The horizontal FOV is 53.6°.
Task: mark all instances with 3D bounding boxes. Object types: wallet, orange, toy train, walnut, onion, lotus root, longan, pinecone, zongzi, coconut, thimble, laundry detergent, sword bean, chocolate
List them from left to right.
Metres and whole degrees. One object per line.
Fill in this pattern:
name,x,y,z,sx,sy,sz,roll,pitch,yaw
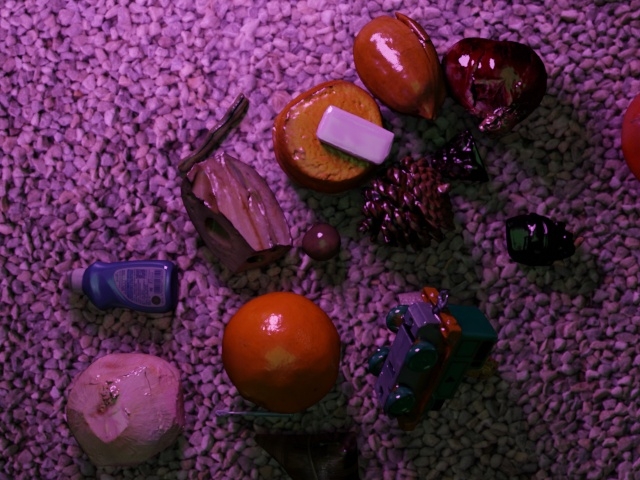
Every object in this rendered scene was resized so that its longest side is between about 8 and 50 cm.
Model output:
laundry detergent,-0.532,0.119,1.700,0.289,0.094,0.143,3,98,3
coconut,-0.498,0.431,1.625,0.297,0.254,0.297,0,91,-2
sword bean,-0.288,-0.286,1.709,0.043,0.038,0.269,42,93,-7
lotus root,-0.227,-0.066,1.676,0.210,0.142,0.314,-28,86,-36
orange,-0.098,0.280,1.599,0.312,0.312,0.312,0,92,0
zongzi,-0.038,0.647,1.704,0.288,0.134,0.286,-1,96,13
longan,0.000,0.000,1.694,0.106,0.106,0.119,-27,52,1
wallet,0.087,-0.254,1.552,0.190,0.033,0.095,25,91,-7
walnut,0.209,-0.423,1.603,0.209,0.209,0.336,-25,65,1
pinecone,0.216,-0.095,1.624,0.257,0.243,0.244,2,92,21
thimble,0.255,0.195,1.690,0.090,0.102,0.115,-4,129,1
toy train,0.278,0.302,1.608,0.249,0.178,0.429,5,122,-21
chocolate,0.359,-0.204,1.675,0.133,0.156,0.156,-21,92,19
onion,0.436,-0.410,1.617,0.280,0.221,0.281,3,74,-10

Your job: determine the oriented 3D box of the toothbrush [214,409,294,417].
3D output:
toothbrush,-0.181,0.476,1.742,0.219,0.019,0.016,2,87,0

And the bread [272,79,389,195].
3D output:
bread,0.028,-0.264,1.642,0.312,0.172,0.312,0,93,-2

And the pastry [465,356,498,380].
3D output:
pastry,0.407,0.332,1.721,0.140,0.056,0.080,27,84,6

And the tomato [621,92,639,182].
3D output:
tomato,0.927,-0.256,1.601,0.341,0.273,0.341,2,97,13

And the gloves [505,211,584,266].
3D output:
gloves,0.601,-0.001,1.686,0.203,0.124,0.164,-6,110,8
